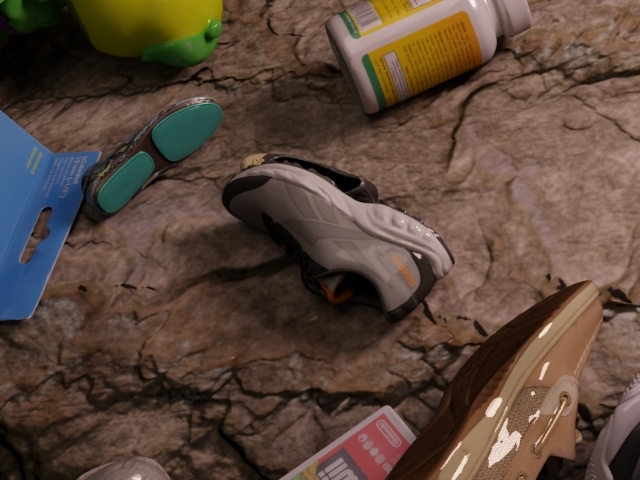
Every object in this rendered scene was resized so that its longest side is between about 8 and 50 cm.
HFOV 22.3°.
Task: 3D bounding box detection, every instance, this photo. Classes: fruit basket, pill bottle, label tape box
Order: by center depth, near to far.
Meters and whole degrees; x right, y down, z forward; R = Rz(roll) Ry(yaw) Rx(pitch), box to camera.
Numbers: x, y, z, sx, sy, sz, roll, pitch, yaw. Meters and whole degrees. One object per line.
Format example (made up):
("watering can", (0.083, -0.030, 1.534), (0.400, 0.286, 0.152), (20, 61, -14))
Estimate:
("pill bottle", (0.121, -0.232, 1.787), (0.208, 0.118, 0.118), (-25, 49, -1))
("label tape box", (-0.456, -0.042, 1.836), (0.347, 0.115, 0.249), (2, 53, 22))
("fruit basket", (-0.271, -0.340, 1.966), (0.392, 0.283, 0.392), (3, 81, -16))

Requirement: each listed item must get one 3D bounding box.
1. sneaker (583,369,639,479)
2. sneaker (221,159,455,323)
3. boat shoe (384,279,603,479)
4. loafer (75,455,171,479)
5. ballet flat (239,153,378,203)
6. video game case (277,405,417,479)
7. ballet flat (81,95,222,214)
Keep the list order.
("sneaker", (0.348, 0.150, 1.412), (0.153, 0.101, 0.269), (34, 87, 15))
("sneaker", (0.000, 0.000, 1.658), (0.271, 0.100, 0.108), (23, 68, 32))
("boat shoe", (0.172, 0.168, 1.461), (0.341, 0.110, 0.121), (-47, 9, -35))
("loafer", (-0.270, 0.313, 1.507), (0.319, 0.112, 0.111), (-34, 10, -1))
("ballet flat", (-0.013, -0.070, 1.747), (0.173, 0.049, 0.057), (15, 58, 28))
("video game case", (0.002, 0.297, 1.466), (0.285, 0.025, 0.204), (-34, 50, -9))
("ballet flat", (-0.196, -0.105, 1.833), (0.188, 0.070, 0.070), (-39, 51, -17))
